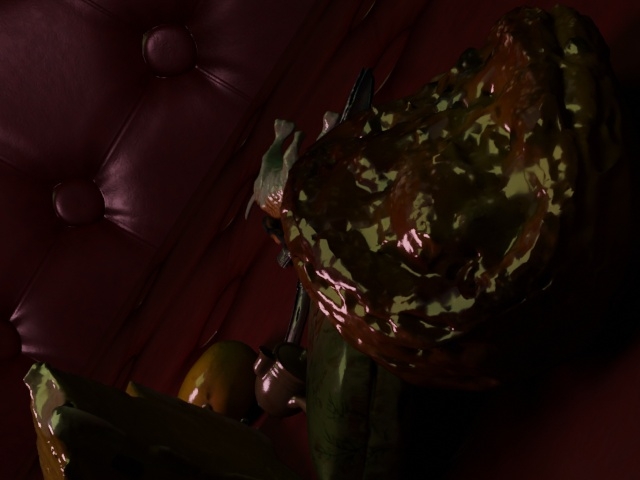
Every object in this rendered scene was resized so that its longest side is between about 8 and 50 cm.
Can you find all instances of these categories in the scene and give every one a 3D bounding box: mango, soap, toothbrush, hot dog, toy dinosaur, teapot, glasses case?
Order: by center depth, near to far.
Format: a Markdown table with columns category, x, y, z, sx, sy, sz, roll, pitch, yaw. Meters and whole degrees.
| category | x | y | z | sx | sy | sz | roll | pitch | yaw |
| --- | --- | --- | --- | --- | --- | --- | --- | --- | --- |
| hot dog | 0.108 | -0.050 | 0.897 | 0.267 | 0.174 | 0.387 | -31 | 20 | 13 |
| soap | -0.194 | 0.296 | 1.008 | 0.169 | 0.304 | 0.339 | 36 | 96 | 48 |
| glasses case | 0.039 | 0.063 | 1.066 | 0.425 | 0.098 | 0.157 | -86 | 3 | -64 |
| teapot | -0.033 | 0.155 | 1.253 | 0.080 | 0.085 | 0.110 | -56 | 33 | 23 |
| toothbrush | 0.000 | 0.000 | 1.374 | 0.042 | 0.035 | 0.414 | -178 | 104 | -80 |
| mango | -0.126 | 0.180 | 1.514 | 0.130 | 0.091 | 0.195 | -59 | 8 | 11 |
| toothbrush | -0.066 | -0.006 | 1.859 | 0.031 | 0.023 | 0.321 | -49 | 13 | 5 |
| toy dinosaur | -0.055 | -0.107 | 1.893 | 0.393 | 0.092 | 0.206 | -26 | 40 | 52 |
